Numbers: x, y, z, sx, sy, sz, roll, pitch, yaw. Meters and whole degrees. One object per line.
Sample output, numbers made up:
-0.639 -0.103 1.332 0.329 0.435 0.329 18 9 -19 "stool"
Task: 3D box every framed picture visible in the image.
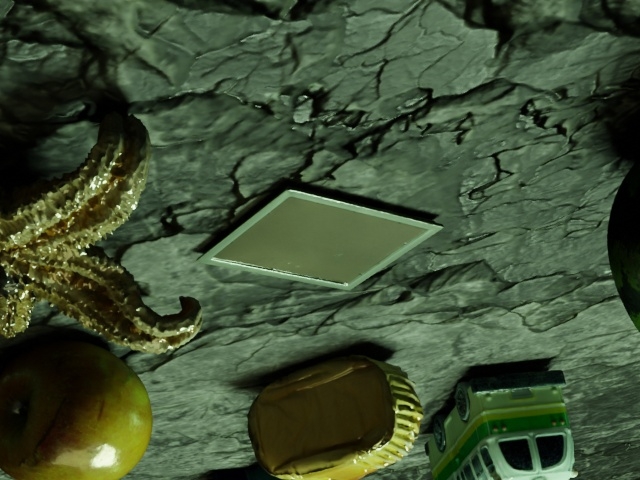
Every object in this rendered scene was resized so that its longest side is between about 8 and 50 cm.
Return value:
0.000 0.000 1.030 0.183 0.011 0.142 12 146 -37 "framed picture"

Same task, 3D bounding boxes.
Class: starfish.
-0.242 0.015 0.870 0.311 0.113 0.303 7 148 -13 "starfish"

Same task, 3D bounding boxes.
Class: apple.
-0.254 0.184 1.156 0.163 0.146 0.147 -29 153 28 "apple"

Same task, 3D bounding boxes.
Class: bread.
0.021 0.212 1.324 0.190 0.132 0.114 -21 154 24 "bread"

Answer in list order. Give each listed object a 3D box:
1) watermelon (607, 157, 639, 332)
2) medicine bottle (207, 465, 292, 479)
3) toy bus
0.372 0.010 0.932 0.268 0.269 0.269 -8 154 -4 "watermelon"
-0.044 0.342 1.615 0.124 0.079 0.258 17 142 -42 "medicine bottle"
0.238 0.289 1.520 0.133 0.165 0.276 -4 152 -11 "toy bus"
